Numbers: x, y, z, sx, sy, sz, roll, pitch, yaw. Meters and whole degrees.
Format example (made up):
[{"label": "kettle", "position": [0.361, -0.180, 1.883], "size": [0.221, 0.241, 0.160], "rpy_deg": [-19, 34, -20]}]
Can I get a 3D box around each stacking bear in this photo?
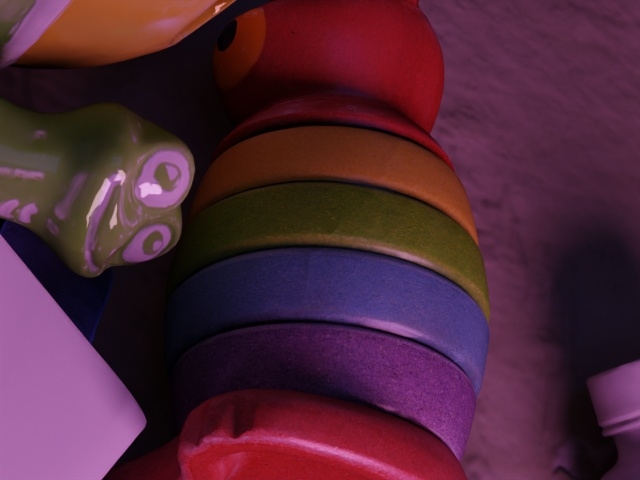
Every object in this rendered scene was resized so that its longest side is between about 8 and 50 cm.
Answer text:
[{"label": "stacking bear", "position": [0.000, 0.000, 0.905], "size": [0.164, 0.175, 0.289], "rpy_deg": [18, 59, -24]}]

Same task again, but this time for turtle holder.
[{"label": "turtle holder", "position": [-0.110, -0.175, 0.835], "size": [0.227, 0.243, 0.320], "rpy_deg": [9, 44, -28]}]

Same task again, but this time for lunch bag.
[{"label": "lunch bag", "position": [-0.147, 0.041, 0.865], "size": [0.067, 0.065, 0.098], "rpy_deg": [35, 59, -31]}]

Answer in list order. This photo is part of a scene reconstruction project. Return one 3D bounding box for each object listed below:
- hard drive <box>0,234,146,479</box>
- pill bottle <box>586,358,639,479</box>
[{"label": "hard drive", "position": [-0.221, 0.097, 0.687], "size": [0.210, 0.040, 0.318], "rpy_deg": [53, 49, -16]}, {"label": "pill bottle", "position": [0.212, 0.163, 0.975], "size": [0.124, 0.124, 0.221], "rpy_deg": [-13, 80, -30]}]
